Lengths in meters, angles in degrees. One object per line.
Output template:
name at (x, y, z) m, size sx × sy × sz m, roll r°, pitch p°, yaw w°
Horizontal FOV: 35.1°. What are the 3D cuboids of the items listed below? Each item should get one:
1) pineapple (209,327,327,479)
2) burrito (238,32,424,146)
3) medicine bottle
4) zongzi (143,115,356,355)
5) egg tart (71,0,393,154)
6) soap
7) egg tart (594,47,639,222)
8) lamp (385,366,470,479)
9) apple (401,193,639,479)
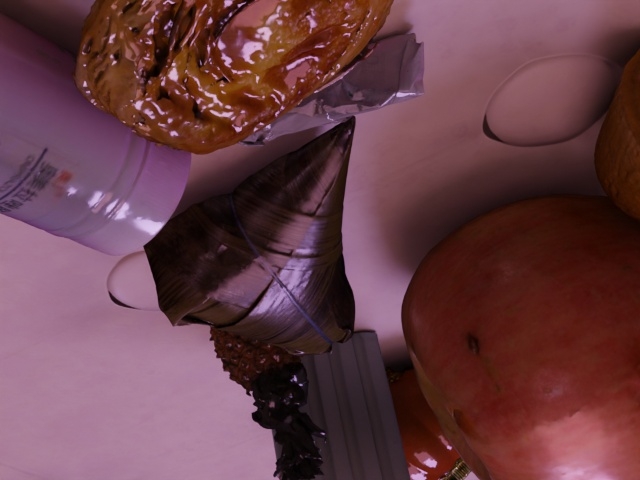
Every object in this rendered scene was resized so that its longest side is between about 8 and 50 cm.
pineapple at (-0.058, 0.185, 1.254) m, size 0.125 × 0.251 × 0.125 m, roll -16°, pitch 152°, yaw -9°
burrito at (0.005, -0.138, 0.956) m, size 0.203 × 0.064 × 0.064 m, roll -17°, pitch 147°, yaw 10°
medicine bottle at (-0.248, -0.095, 0.859) m, size 0.152 × 0.152 × 0.254 m, roll -31°, pitch 141°, yaw 27°
zongzi at (0.000, 0.000, 1.113) m, size 0.300 × 0.138 × 0.286 m, roll -41°, pitch 142°, yaw 23°
egg tart at (-0.064, -0.202, 0.795) m, size 0.297 × 0.132 × 0.297 m, roll -22°, pitch 151°, yaw -13°
soap at (0.019, 0.252, 1.360) m, size 0.160 × 0.265 × 0.087 m, roll 6°, pitch 143°, yaw -25°
egg tart at (0.374, -0.097, 1.021) m, size 0.203 × 0.202 × 0.147 m, roll -4°, pitch 155°, yaw -11°
lamp at (0.147, 0.281, 1.511) m, size 0.223 × 0.196 × 0.223 m, roll -42°, pitch 167°, yaw -12°
apple at (0.293, 0.134, 1.180) m, size 0.347 × 0.391 × 0.391 m, roll -25°, pitch 147°, yaw -5°
